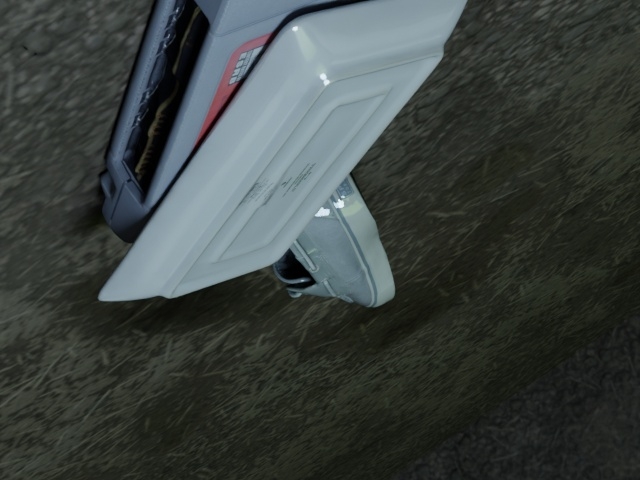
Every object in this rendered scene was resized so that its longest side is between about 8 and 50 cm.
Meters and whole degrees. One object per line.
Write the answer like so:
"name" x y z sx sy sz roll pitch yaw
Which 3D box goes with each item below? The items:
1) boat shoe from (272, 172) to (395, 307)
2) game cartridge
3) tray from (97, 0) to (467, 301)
"boat shoe" 0.000 0.001 1.307 0.081 0.079 0.227 -24 158 0
"game cartridge" -0.011 -0.113 0.998 0.196 0.060 0.294 -29 163 -29
"tray" -0.019 -0.045 1.029 0.145 0.030 0.270 -18 157 -41
